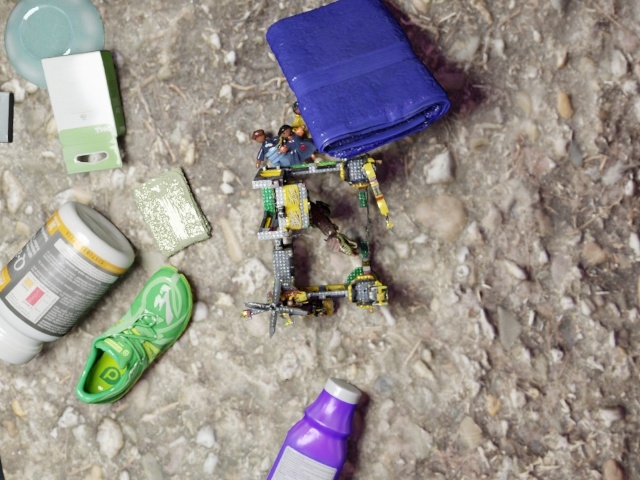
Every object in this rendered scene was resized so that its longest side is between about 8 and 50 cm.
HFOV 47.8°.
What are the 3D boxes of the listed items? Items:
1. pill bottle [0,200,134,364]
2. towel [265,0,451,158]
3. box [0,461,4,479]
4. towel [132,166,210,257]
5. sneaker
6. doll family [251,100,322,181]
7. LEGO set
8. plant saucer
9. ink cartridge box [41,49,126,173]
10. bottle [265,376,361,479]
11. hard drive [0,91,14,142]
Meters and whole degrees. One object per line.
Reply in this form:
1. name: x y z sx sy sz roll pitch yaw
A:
1. pill bottle: -0.480 0.078 1.291 0.162 0.162 0.278 44 93 2
2. towel: 0.055 -0.280 1.222 0.228 0.076 0.308 -19 57 -7
3. box: -0.694 0.418 1.347 0.156 0.093 0.158 -12 91 4
4. towel: -0.278 -0.052 1.340 0.110 0.027 0.148 -26 89 5
5. sneaker: -0.332 0.181 1.301 0.109 0.123 0.295 34 93 3
6. doll family: -0.039 -0.190 1.295 0.193 0.076 0.111 -43 107 -1
7. LEGO set: 0.000 0.000 1.208 0.255 0.192 0.331 3 103 -1
8. plant saucer: -0.503 -0.383 1.345 0.195 0.037 0.195 0 90 4
9. ink cartridge box: -0.424 -0.235 1.320 0.109 0.062 0.209 -7 105 4
10. bottle: -0.015 0.386 1.298 0.118 0.092 0.283 24 93 3
11. hard drive: -0.650 -0.234 1.365 0.135 0.022 0.094 2 91 4
